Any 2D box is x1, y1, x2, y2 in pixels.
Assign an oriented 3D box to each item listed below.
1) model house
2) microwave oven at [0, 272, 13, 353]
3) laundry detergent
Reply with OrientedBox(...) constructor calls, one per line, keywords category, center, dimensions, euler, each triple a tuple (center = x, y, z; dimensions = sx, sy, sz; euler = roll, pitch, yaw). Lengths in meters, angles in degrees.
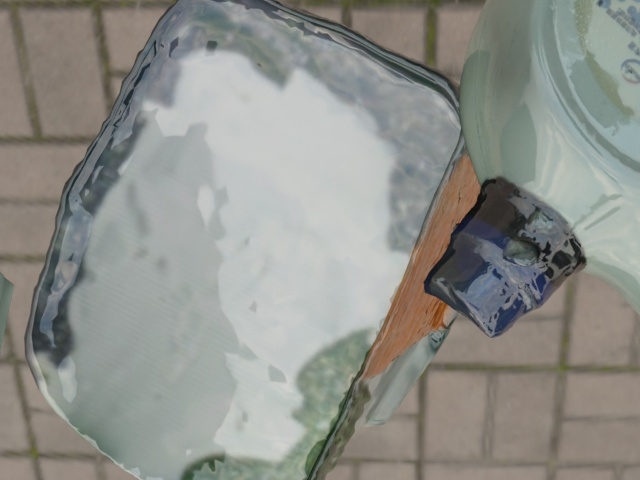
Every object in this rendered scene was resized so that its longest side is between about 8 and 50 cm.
OrientedBox(category="model house", center=(0.000, 0.000, 0.897), dimensions=(0.190, 0.301, 0.271), euler=(27, 104, 18))
OrientedBox(category="microwave oven", center=(-0.231, 0.092, 0.636), dimensions=(0.122, 0.208, 0.162), euler=(5, 165, 13))
OrientedBox(category="laundry detergent", center=(0.163, -0.054, 0.648), dimensions=(0.215, 0.280, 0.105), euler=(44, 164, -8))
